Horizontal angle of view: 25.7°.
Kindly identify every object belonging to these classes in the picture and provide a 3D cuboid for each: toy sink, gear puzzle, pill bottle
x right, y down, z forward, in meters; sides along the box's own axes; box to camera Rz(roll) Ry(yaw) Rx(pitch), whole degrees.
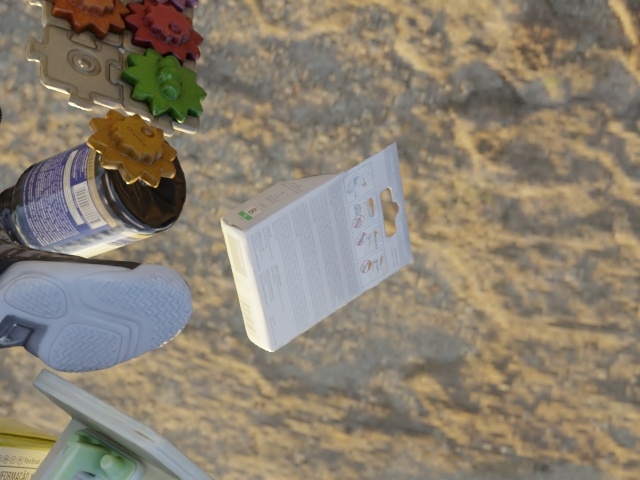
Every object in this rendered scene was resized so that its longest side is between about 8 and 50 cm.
[{"bbox_3d":[-0.148,0.228,1.088,0.153,0.131,0.234,20,159,39],"label":"toy sink"},{"bbox_3d":[-0.184,-0.184,1.310,0.175,0.339,0.044,17,134,-26],"label":"gear puzzle"},{"bbox_3d":[-0.264,-0.043,1.560,0.219,0.123,0.123,-16,131,39],"label":"pill bottle"}]

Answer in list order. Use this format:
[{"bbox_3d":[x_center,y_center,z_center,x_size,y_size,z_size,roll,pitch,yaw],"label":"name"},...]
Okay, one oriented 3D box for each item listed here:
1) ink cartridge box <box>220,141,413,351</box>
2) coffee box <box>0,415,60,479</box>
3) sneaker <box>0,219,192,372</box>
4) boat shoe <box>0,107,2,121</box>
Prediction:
[{"bbox_3d":[0.000,0.000,1.614,0.056,0.225,0.181,30,143,41],"label":"ink cartridge box"},{"bbox_3d":[-0.446,0.276,1.178,0.337,0.334,0.338,15,175,21],"label":"coffee box"},{"bbox_3d":[-0.235,0.020,1.088,0.268,0.153,0.101,-5,132,-2],"label":"sneaker"},{"bbox_3d":[-0.462,-0.145,1.779,0.113,0.340,0.127,-22,111,9],"label":"boat shoe"}]
